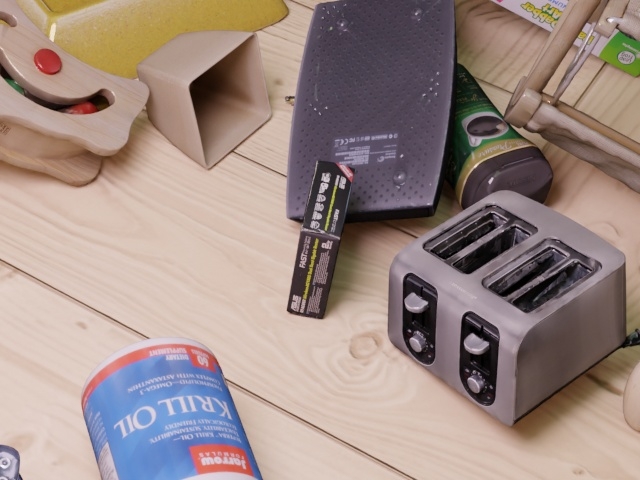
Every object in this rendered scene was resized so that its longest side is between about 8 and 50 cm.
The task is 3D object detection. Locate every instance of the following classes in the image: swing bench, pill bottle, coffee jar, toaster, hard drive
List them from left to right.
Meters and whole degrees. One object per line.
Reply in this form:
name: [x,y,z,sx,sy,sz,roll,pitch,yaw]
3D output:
pill bottle: [-0.109,0.196,1.120,0.124,0.124,0.221,-14,51,-16]
hard drive: [0.058,-0.133,1.405,0.172,0.054,0.255,-5,63,24]
coffee jar: [0.154,-0.099,1.432,0.096,0.079,0.184,-17,50,-24]
toaster: [0.176,0.055,1.256,0.185,0.110,0.168,-30,44,-27]
swing bench: [0.335,-0.145,1.324,0.253,0.255,0.165,28,36,1]

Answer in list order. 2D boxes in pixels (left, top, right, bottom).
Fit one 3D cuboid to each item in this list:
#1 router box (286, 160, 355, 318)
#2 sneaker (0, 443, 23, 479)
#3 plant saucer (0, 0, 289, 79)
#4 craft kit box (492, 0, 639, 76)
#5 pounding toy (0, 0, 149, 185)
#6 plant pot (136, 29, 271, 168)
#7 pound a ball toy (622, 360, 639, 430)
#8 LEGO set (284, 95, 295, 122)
router box: [0.000,0.000,1.304,0.038,0.122,0.092,12,48,1]
sneaker: [-0.228,0.261,1.071,0.282,0.099,0.153,23,52,20]
plant saucer: [-0.257,-0.326,1.611,0.332,0.081,0.333,-25,54,-24]
craft kit box: [0.283,-0.336,1.614,0.246,0.061,0.250,24,47,-9]
pounding toy: [-0.325,-0.145,1.402,0.269,0.155,0.154,18,53,-30]
plant pot: [-0.128,-0.158,1.458,0.096,0.109,0.109,22,49,33]
pound a ball toy: [0.428,0.056,1.274,0.208,0.136,0.319,22,50,15]
LEGO set: [-0.008,-0.130,1.494,0.054,0.023,0.083,-3,35,-9]
